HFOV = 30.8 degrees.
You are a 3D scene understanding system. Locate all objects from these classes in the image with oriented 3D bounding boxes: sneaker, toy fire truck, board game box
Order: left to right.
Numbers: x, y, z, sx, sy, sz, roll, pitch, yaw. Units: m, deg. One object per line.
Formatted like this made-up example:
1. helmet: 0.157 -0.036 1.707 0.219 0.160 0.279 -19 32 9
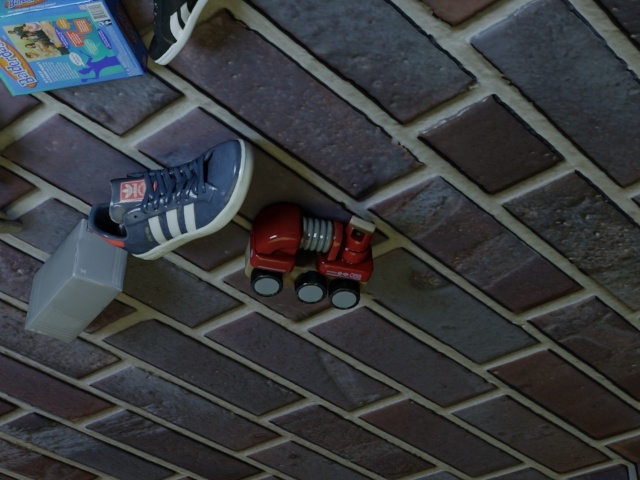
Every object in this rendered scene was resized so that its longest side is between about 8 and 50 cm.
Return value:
1. board game box: -0.369 -0.284 1.634 0.210 0.047 0.160 -7 146 12
2. sneaker: -0.211 -0.335 1.536 0.121 0.079 0.217 21 133 -22
3. sneaker: -0.251 -0.072 1.871 0.148 0.131 0.350 22 142 -34
4. toy fire truck: 0.000 0.000 1.974 0.217 0.158 0.246 11 133 -13

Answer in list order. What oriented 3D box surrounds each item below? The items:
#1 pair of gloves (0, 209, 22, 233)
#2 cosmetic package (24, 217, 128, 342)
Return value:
1. pair of gloves: -0.647 -0.020 1.966 0.240 0.042 0.204 -4 171 1
2. cosmetic package: -0.442 0.076 2.105 0.107 0.127 0.238 23 142 -28
